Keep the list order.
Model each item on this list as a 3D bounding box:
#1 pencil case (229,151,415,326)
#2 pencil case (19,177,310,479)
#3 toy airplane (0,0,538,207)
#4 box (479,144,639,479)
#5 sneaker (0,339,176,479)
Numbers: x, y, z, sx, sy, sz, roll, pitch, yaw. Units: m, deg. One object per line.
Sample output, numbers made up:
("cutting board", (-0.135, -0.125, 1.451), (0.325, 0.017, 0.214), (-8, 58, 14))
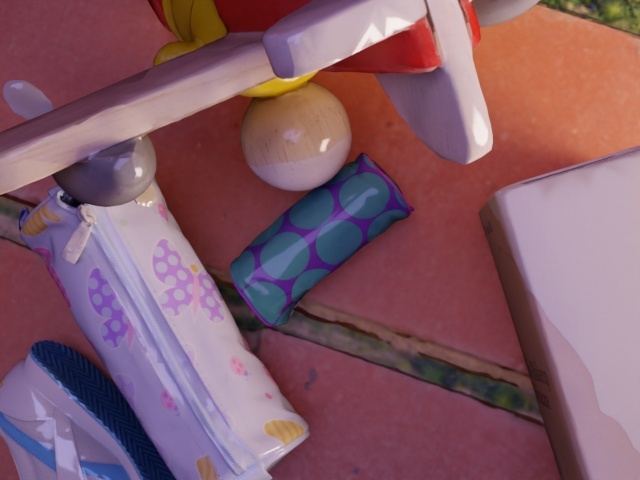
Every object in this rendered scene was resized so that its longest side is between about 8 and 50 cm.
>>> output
("pencil case", (0.000, 0.000, 0.784), (0.152, 0.064, 0.070), (-40, 123, 0))
("pencil case", (-0.119, 0.069, 0.757), (0.114, 0.124, 0.273), (-30, 86, -20))
("toy airplane", (-0.012, -0.140, 0.677), (0.386, 0.272, 0.384), (2, 42, 12))
("box", (0.223, 0.099, 0.723), (0.121, 0.148, 0.311), (-17, 84, 3))
("sneaker", (-0.171, 0.188, 0.779), (0.228, 0.087, 0.092), (46, 101, 10))
